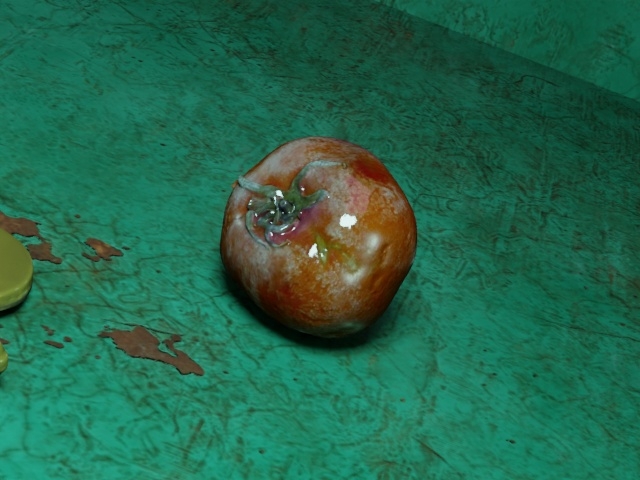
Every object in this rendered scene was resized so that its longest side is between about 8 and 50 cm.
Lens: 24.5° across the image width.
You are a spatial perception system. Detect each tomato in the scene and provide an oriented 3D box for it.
[{"bbox_3d":[0.003,-0.003,1.667,0.232,0.232,0.188,42,-5,38],"label":"tomato"}]

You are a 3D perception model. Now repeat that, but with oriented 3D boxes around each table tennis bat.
[{"bbox_3d":[-0.374,0.043,1.483,0.198,0.050,0.321,4,26,-29],"label":"table tennis bat"}]
